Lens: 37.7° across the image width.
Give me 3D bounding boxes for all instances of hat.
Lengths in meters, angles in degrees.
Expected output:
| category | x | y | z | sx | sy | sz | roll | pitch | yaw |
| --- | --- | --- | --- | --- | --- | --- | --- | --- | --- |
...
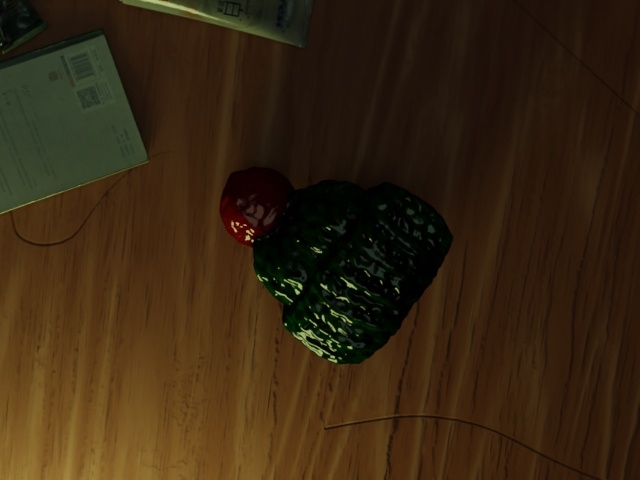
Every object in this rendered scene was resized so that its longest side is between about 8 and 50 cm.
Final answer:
| category | x | y | z | sx | sy | sz | roll | pitch | yaw |
| --- | --- | --- | --- | --- | --- | --- | --- | --- | --- |
| hat | 0.000 | 0.000 | 1.371 | 0.332 | 0.242 | 0.274 | 36 | 80 | 0 |

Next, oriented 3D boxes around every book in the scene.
| category | x | y | z | sx | sy | sz | roll | pitch | yaw |
| --- | --- | --- | --- | --- | --- | --- | --- | --- | --- |
| book | -0.415 | -0.166 | 1.369 | 0.282 | 0.025 | 0.215 | -18 | 100 | -6 |

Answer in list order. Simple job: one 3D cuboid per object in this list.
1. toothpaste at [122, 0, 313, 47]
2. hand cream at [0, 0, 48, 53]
| category | x | y | z | sx | sy | sz | roll | pitch | yaw |
| --- | --- | --- | --- | --- | --- | --- | --- | --- | --- |
| toothpaste | -0.168 | -0.355 | 1.362 | 0.323 | 0.066 | 0.100 | 7 | 99 | -16 |
| hand cream | -0.487 | -0.382 | 1.306 | 0.075 | 0.052 | 0.248 | -36 | 103 | -1 |
